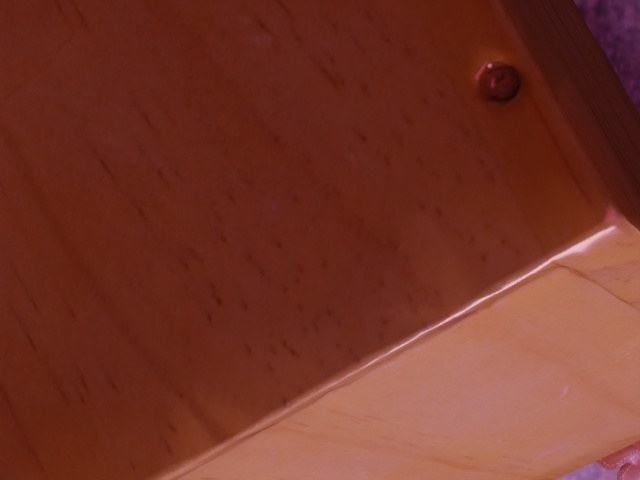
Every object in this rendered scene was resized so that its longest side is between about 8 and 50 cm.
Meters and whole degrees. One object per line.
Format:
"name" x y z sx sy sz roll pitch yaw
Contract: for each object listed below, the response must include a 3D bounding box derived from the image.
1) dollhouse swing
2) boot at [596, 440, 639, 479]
"dollhouse swing" 0.000 0.000 0.618 0.347 0.305 0.315 -33 76 26
"boot" 0.192 0.057 0.722 0.197 0.073 0.152 51 122 10
